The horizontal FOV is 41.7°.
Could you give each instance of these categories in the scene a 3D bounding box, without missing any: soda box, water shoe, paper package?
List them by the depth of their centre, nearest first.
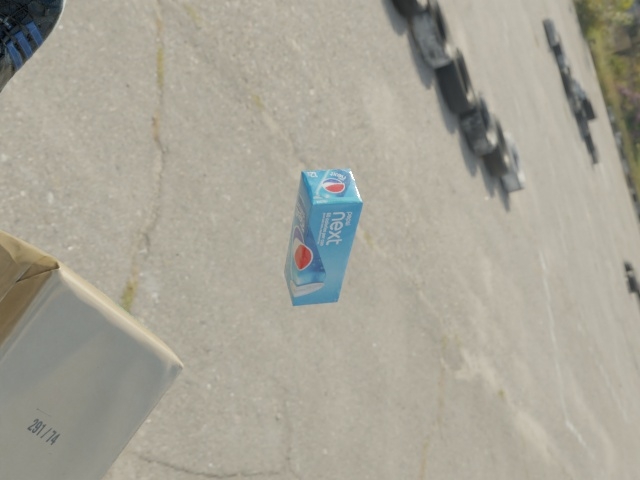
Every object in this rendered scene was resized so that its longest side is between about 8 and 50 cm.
[{"bbox_3d":[-0.325,-0.204,0.857,0.073,0.203,0.080,31,22,-19],"label":"water shoe"},{"bbox_3d":[-0.387,0.190,1.103,0.309,0.168,0.325,-53,146,-13],"label":"paper package"},{"bbox_3d":[0.000,0.000,1.159,0.210,0.071,0.067,102,-22,-46],"label":"soda box"}]
